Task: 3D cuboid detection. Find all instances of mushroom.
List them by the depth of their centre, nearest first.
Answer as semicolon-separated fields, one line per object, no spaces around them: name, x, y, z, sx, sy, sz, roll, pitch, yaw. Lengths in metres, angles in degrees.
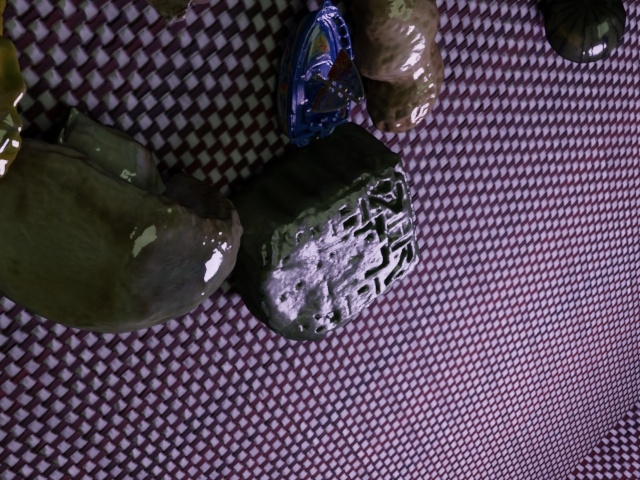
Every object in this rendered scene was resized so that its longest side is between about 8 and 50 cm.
mushroom;-0.194;0.005;0.935;0.189;0.164;0.267;-55;144;4

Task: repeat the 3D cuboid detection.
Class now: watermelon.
watermelon;0.350;-0.285;1.330;0.105;0.105;0.133;-44;167;-10

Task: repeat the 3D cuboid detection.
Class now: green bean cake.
green bean cake;0.000;0.000;1.183;0.227;0.125;0.222;-32;140;-17

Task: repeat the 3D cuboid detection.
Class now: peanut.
peanut;0.087;-0.209;1.123;0.104;0.085;0.228;-32;142;-10

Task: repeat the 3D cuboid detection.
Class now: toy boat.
toy boat;0.011;-0.169;1.052;0.091;0.110;0.175;-25;135;-32

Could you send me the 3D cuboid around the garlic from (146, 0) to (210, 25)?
garlic;-0.102;-0.279;0.847;0.194;0.127;0.131;-54;174;-43

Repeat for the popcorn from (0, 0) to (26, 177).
popcorn;-0.310;-0.114;0.658;0.249;0.225;0.249;-29;144;-24
